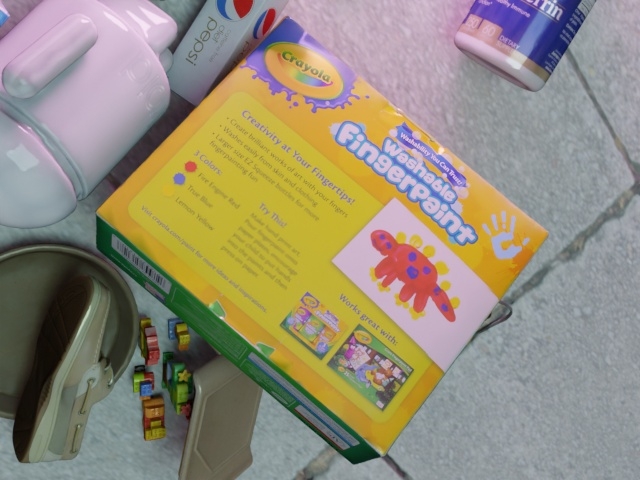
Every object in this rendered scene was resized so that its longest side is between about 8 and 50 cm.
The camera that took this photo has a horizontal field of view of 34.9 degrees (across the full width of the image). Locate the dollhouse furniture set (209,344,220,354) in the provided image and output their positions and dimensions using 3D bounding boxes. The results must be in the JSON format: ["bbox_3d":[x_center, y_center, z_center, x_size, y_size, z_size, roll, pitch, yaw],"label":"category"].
[{"bbox_3d":[-0.050,0.056,1.507,0.262,0.135,0.259,18,106,-52],"label":"dollhouse furniture set"}]

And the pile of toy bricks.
[{"bbox_3d":[-0.217,0.220,1.527,0.118,0.105,0.212,-7,115,-21],"label":"pile of toy bricks"}]

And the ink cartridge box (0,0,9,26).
[{"bbox_3d":[-0.464,-0.233,1.199,0.191,0.139,0.082,-46,123,1],"label":"ink cartridge box"}]

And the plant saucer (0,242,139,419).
[{"bbox_3d":[-0.398,0.128,1.447,0.277,0.041,0.278,-9,115,-20],"label":"plant saucer"}]

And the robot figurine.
[{"bbox_3d":[-0.322,-0.157,1.223,0.199,0.300,0.353,35,67,6],"label":"robot figurine"}]

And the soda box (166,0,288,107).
[{"bbox_3d":[-0.120,-0.279,1.355,0.216,0.074,0.069,-57,165,8],"label":"soda box"}]

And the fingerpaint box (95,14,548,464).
[{"bbox_3d":[0.000,0.000,1.312,0.445,0.163,0.371,39,70,1],"label":"fingerpaint box"}]

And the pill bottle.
[{"bbox_3d":[0.321,-0.364,1.478,0.153,0.153,0.265,25,100,-30],"label":"pill bottle"}]

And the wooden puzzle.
[{"bbox_3d":[-0.152,0.272,1.554,0.221,0.044,0.239,-28,131,-62],"label":"wooden puzzle"}]

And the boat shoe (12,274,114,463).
[{"bbox_3d":[-0.340,0.182,1.416,0.098,0.109,0.302,10,114,-33],"label":"boat shoe"}]

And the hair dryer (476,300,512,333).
[{"bbox_3d":[0.211,0.075,1.666,0.293,0.080,0.224,-2,113,-22],"label":"hair dryer"}]
